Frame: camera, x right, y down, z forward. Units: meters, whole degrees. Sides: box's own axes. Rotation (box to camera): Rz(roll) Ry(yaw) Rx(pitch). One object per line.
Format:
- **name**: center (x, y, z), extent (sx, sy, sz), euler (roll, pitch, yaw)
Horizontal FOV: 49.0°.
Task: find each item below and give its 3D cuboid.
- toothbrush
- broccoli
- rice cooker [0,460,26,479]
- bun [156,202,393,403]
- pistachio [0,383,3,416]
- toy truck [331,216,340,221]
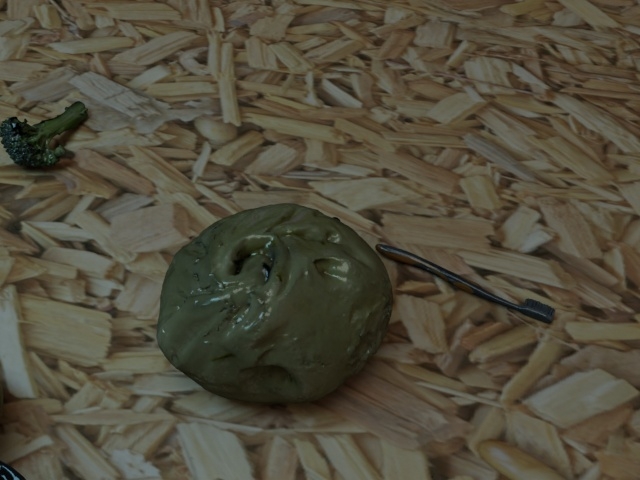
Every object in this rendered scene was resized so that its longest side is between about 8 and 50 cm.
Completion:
- **toothbrush**: center (0.237, 0.068, 1.186), extent (0.321, 0.023, 0.031), euler (21, 51, 18)
- **broccoli**: center (-0.553, -0.224, 1.433), extent (0.122, 0.118, 0.204), euler (-5, 29, 39)
- **rice cooker**: center (-0.470, 0.400, 0.876), extent (0.267, 0.224, 0.267), euler (-3, 54, 5)
- **bun**: center (-0.071, 0.078, 1.078), extent (0.362, 0.234, 0.326), euler (-7, 50, 3)
- **pistachio**: center (-0.631, 0.251, 1.002), extent (0.321, 0.229, 0.238), euler (-2, 90, -14)
- **toy truck**: center (0.000, 0.000, 1.241), extent (0.090, 0.056, 0.073), euler (-8, 58, 14)
